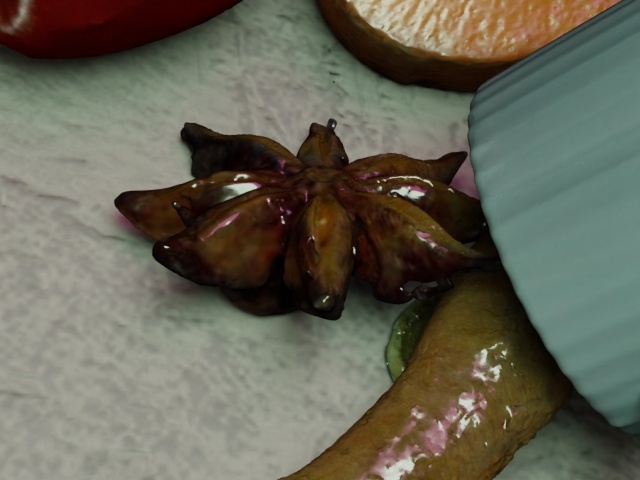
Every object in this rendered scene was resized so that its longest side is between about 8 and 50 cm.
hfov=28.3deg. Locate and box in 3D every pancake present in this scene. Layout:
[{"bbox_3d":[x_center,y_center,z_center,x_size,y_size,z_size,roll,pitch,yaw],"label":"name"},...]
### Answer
[{"bbox_3d":[0.094,0.074,0.836,0.108,0.017,0.108,9,57,-15],"label":"pancake"}]

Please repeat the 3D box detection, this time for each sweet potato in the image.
[{"bbox_3d":[0.093,0.078,0.768,0.114,0.092,0.341,29,55,19],"label":"sweet potato"}]

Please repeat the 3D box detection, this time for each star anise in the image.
[{"bbox_3d":[0.000,0.000,0.808,0.271,0.103,0.272,4,27,-2],"label":"star anise"}]

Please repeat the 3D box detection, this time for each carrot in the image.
[{"bbox_3d":[0.131,-0.251,0.932,0.307,0.100,0.258,-38,99,-7],"label":"carrot"}]

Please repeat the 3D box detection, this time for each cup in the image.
[{"bbox_3d":[0.283,-0.019,0.707,0.256,0.311,0.331,-1,67,-61],"label":"cup"}]

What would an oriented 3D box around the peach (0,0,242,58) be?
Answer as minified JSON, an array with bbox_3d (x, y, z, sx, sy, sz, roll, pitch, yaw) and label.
[{"bbox_3d":[-0.134,-0.239,0.866,0.361,0.257,0.201,-42,114,-50],"label":"peach"}]
